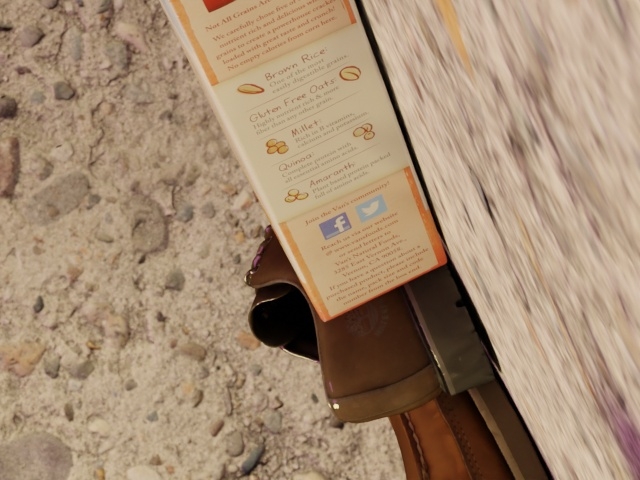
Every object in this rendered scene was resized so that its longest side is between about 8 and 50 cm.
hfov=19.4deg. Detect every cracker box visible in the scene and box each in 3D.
[{"bbox_3d":[-0.027,-0.094,0.764,0.156,0.067,0.232,63,179,36],"label":"cracker box"}]

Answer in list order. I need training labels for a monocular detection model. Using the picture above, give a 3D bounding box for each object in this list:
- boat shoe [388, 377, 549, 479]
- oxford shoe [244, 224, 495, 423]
[{"bbox_3d":[0.068,0.159,0.851,0.111,0.104,0.307,66,179,-50],"label":"boat shoe"},{"bbox_3d":[0.000,0.000,0.898,0.227,0.096,0.083,-113,-3,-53],"label":"oxford shoe"}]
